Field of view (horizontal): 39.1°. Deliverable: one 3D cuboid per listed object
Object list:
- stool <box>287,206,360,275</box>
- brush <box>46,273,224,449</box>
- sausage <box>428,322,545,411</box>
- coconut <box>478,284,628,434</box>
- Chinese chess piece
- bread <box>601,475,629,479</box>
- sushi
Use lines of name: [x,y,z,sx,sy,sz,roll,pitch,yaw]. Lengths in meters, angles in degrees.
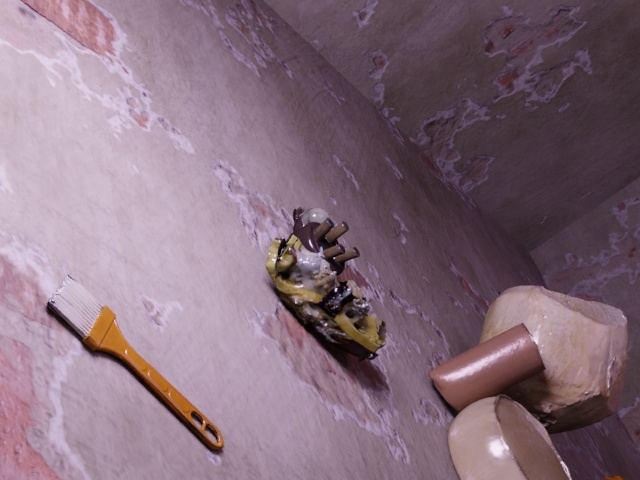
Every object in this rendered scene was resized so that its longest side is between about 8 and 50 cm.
stool: [0.000,0.000,1.887,0.125,0.121,0.217,38,29,-34]
brush: [-0.233,0.171,1.191,0.314,0.017,0.090,48,19,-16]
sausage: [0.380,0.296,2.061,0.123,0.253,0.123,64,0,1]
coconut: [0.577,0.325,2.281,0.404,0.404,0.404,45,20,-22]
Chinese chess piece: [0.419,0.498,1.945,0.338,0.140,0.338,43,22,-23]
bread: [0.770,0.760,2.206,0.358,0.204,0.337,35,28,-33]
sushi: [0.012,0.100,1.722,0.291,0.131,0.139,40,23,-11]
